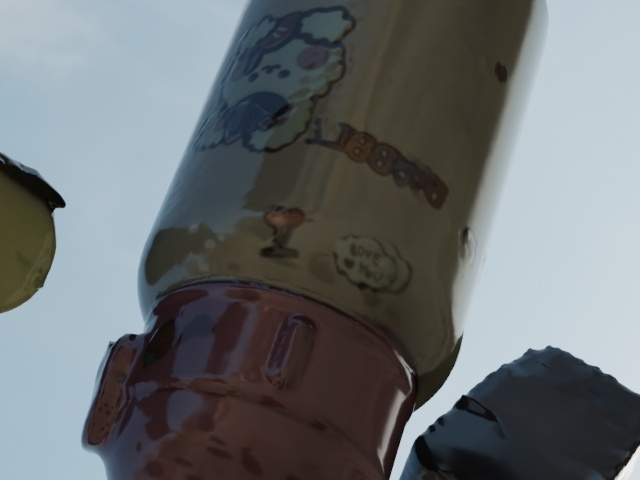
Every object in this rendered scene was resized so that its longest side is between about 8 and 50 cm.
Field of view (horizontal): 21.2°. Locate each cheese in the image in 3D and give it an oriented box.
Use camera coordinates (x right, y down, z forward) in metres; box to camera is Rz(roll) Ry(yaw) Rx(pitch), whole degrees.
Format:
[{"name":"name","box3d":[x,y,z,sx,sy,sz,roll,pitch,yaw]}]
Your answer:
[{"name":"cheese","box3d":[-0.200,-0.048,0.605,0.127,0.251,0.054,38,-101,-47]}]

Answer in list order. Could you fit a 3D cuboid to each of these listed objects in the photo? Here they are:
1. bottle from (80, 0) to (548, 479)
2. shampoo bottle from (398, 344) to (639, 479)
[{"name":"bottle","box3d":[0.000,0.000,0.559,0.110,0.110,0.233,51,-134,-38]},{"name":"shampoo bottle","box3d":[0.041,0.186,0.679,0.098,0.071,0.309,-37,-29,-49]}]
